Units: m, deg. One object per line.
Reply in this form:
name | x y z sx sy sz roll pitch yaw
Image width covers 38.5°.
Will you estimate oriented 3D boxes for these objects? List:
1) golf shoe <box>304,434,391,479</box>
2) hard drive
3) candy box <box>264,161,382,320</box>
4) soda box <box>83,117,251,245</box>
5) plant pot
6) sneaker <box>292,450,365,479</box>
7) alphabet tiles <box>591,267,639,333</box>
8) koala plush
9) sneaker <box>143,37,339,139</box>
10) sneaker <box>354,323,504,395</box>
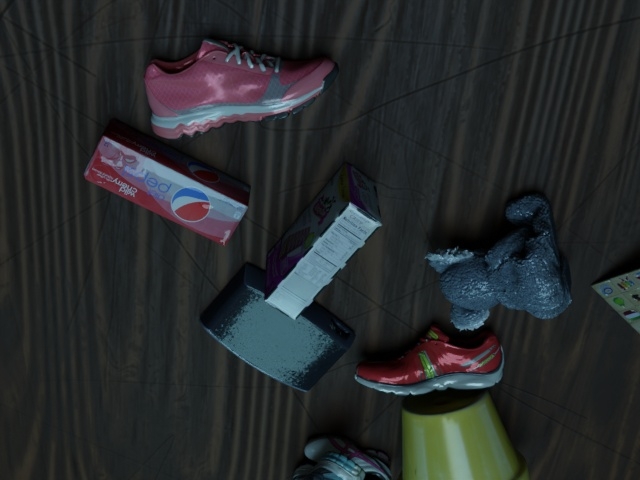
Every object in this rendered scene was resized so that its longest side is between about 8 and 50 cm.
golf shoe | 0.057 0.444 1.823 0.186 0.086 0.067 18 117 -8
hard drive | -0.079 0.171 1.690 0.255 0.054 0.172 35 113 -17
candy box | 0.000 0.000 1.539 0.071 0.159 0.233 34 112 -18
soda box | -0.252 -0.097 1.528 0.263 0.083 0.092 26 115 -14
plant pot | 0.254 0.400 1.725 0.254 0.254 0.238 -13 102 7
sneaker | -0.018 0.503 1.784 0.110 0.122 0.283 35 146 5
alphabet tiles | 0.636 0.105 1.619 0.198 0.009 0.237 41 140 -19
koala plush | 0.302 0.058 1.569 0.221 0.203 0.196 -13 118 20
sneaker | -0.131 -0.254 1.425 0.314 0.116 0.136 -13 116 7
sneaker | 0.199 0.215 1.708 0.279 0.107 0.118 -6 100 -1
